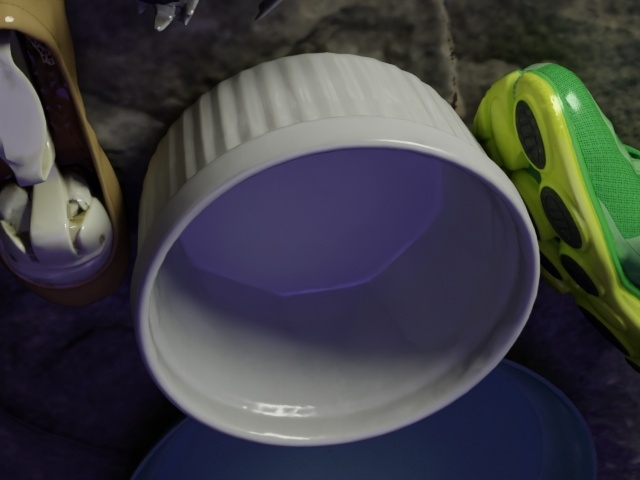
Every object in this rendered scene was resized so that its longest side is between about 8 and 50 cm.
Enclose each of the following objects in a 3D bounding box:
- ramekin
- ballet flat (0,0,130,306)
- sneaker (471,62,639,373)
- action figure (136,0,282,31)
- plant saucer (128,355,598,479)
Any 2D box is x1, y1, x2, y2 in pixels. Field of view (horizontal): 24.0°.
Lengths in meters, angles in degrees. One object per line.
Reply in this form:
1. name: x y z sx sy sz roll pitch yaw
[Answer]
1. ramekin: 0.000 0.000 0.788 0.207 0.109 0.207 -7 130 -8
2. ballet flat: -0.145 -0.035 0.748 0.080 0.073 0.232 -13 131 -2
3. sneaker: 0.189 -0.008 0.849 0.123 0.109 0.295 -49 124 -6
4. action figure: -0.052 -0.181 0.634 0.285 0.099 0.185 22 116 -32
5. plant saucer: 0.022 0.170 0.981 0.318 0.043 0.317 -7 131 -7
